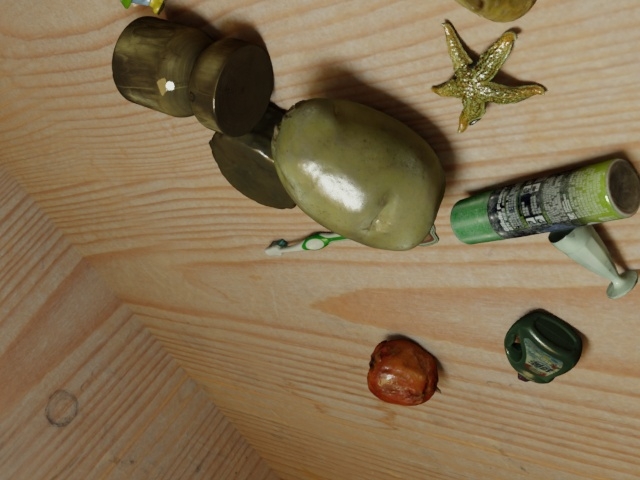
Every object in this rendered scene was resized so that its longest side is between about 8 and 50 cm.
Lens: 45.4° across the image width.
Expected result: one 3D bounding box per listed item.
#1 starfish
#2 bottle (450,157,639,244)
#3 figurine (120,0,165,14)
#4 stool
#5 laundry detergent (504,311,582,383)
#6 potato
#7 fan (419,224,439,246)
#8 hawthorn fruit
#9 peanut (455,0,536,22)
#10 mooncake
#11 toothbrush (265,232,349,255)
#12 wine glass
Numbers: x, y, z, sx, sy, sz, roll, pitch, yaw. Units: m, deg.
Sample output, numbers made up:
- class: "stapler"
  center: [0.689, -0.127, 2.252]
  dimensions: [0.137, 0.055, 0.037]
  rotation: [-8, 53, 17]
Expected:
- class: "starfish"
  center: [0.235, -0.260, 1.181]
  dimensions: [0.176, 0.053, 0.208]
  rotation: [54, 142, -8]
- class: "bottle"
  center: [0.359, -0.057, 1.270]
  dimensions: [0.093, 0.093, 0.330]
  rotation: [49, 149, -19]
- class: "figurine"
  center: [-0.406, -0.519, 1.434]
  dimensions: [0.263, 0.143, 0.162]
  rotation: [27, 161, -15]
- class: "stool"
  center: [-0.248, -0.320, 1.482]
  dimensions: [0.264, 0.179, 0.179]
  rotation: [22, 147, 27]
- class: "laundry detergent"
  center: [0.447, 0.236, 1.601]
  dimensions: [0.144, 0.078, 0.222]
  rotation: [34, 153, 10]
- class: "potato"
  center: [0.063, -0.121, 1.376]
  dimensions: [0.326, 0.221, 0.243]
  rotation: [25, 160, 3]
- class: "fan"
  center: [0.141, -0.031, 1.605]
  dimensions: [0.220, 0.009, 0.132]
  rotation: [-3, 129, 40]
- class: "hawthorn fruit"
  center: [0.205, 0.329, 1.929]
  dimensions: [0.179, 0.173, 0.173]
  rotation: [-8, 133, 18]
- class: "peanut"
  center: [0.193, -0.384, 0.982]
  dimensions: [0.236, 0.110, 0.120]
  rotation: [50, 162, -17]
- class: "mooncake"
  center: [-0.114, -0.175, 1.598]
  dimensions: [0.228, 0.124, 0.228]
  rotation: [26, 152, 14]
- class: "toothbrush"
  center: [-0.003, 0.003, 1.801]
  dimensions: [0.418, 0.040, 0.042]
  rotation: [-9, 124, 52]
- class: "wine glass"
  center: [0.462, 0.026, 1.298]
  dimensions: [0.155, 0.073, 0.073]
  rotation: [43, 150, -13]
